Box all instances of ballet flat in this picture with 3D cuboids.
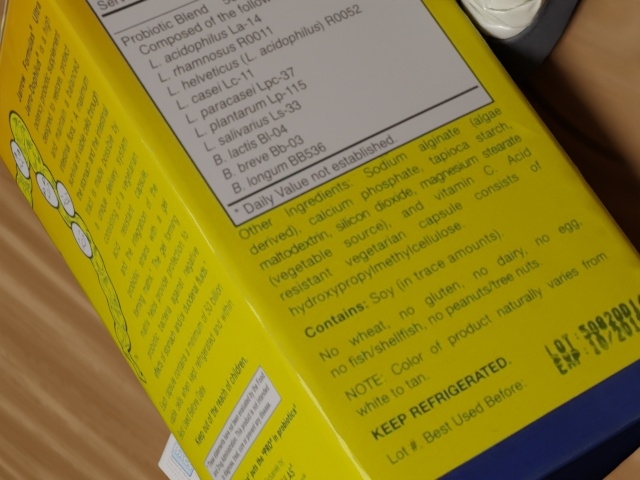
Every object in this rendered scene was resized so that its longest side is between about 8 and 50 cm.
[{"bbox_3d":[0.104,-0.158,0.915,0.074,0.074,0.203,47,134,24],"label":"ballet flat"}]

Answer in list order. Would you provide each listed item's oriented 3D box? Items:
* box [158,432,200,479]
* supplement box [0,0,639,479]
[{"bbox_3d":[0.013,0.150,1.104,0.203,0.103,0.114,45,133,25],"label":"box"},{"bbox_3d":[0.000,0.000,0.960,0.356,0.194,0.195,57,153,15],"label":"supplement box"}]
